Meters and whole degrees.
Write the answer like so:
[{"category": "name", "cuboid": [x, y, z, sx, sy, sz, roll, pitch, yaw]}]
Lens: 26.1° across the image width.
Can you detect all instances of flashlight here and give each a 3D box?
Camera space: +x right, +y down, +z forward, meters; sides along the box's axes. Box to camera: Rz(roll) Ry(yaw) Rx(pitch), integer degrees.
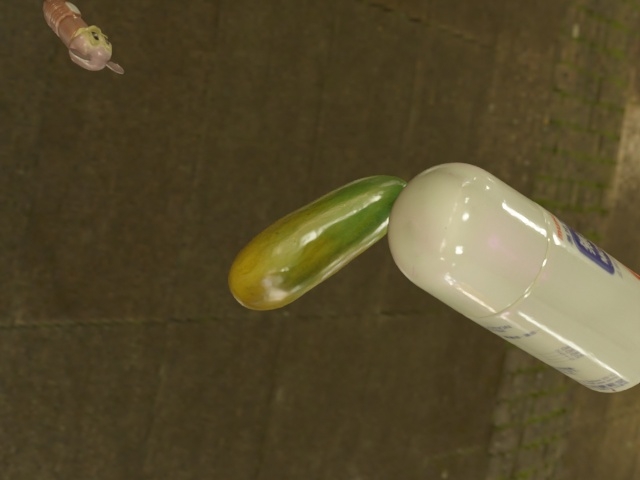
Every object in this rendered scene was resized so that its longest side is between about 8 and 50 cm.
[{"category": "flashlight", "cuboid": [-0.196, -0.169, 1.117, 0.052, 0.110, 0.031, 15, 114, -43]}]

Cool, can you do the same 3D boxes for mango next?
[{"category": "mango", "cuboid": [-0.002, 0.001, 1.624, 0.091, 0.237, 0.137, 60, -6, 0]}]

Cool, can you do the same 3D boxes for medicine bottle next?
[{"category": "medicine bottle", "cuboid": [0.200, 0.035, 1.350, 0.341, 0.130, 0.130, 29, 73, -38]}]
